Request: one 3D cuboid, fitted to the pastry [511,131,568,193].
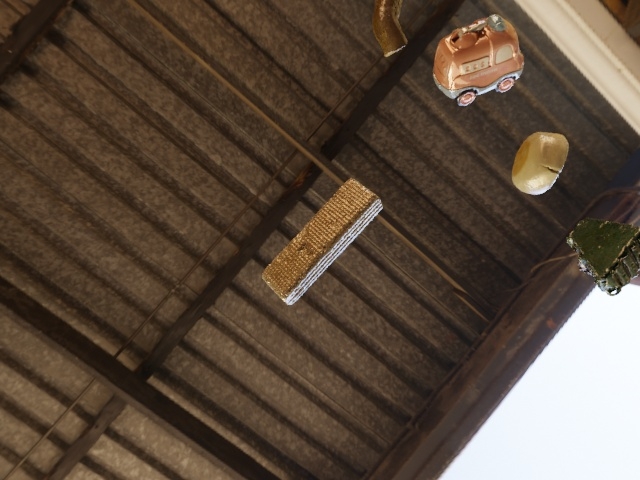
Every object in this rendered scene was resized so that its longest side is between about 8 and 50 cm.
[{"bbox_3d":[0.538,-0.191,1.032,0.092,0.156,0.156,12,-86,5],"label":"pastry"}]

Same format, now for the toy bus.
[{"bbox_3d":[0.514,-0.609,1.376,0.287,0.232,0.194,-18,-124,7],"label":"toy bus"}]

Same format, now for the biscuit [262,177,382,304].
[{"bbox_3d":[0.000,0.000,1.289,0.426,0.078,0.144,-48,-124,-3],"label":"biscuit"}]

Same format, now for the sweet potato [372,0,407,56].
[{"bbox_3d":[0.213,-0.677,1.220,0.112,0.085,0.286,9,-94,9],"label":"sweet potato"}]

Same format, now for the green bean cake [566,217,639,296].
[{"bbox_3d":[0.807,0.043,1.212,0.107,0.208,0.193,40,-91,-23],"label":"green bean cake"}]
